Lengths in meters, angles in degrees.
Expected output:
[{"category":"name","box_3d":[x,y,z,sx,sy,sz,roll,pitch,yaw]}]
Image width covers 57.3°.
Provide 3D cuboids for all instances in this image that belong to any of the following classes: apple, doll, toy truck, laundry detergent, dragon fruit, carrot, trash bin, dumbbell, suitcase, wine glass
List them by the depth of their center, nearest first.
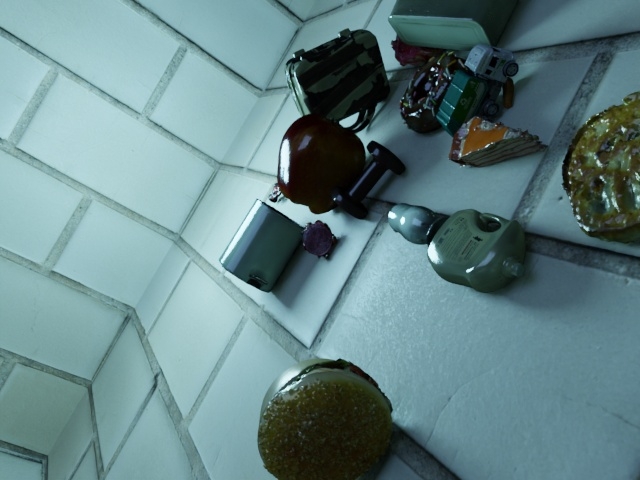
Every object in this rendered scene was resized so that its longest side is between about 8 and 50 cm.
[{"category":"laundry detergent","box_3d":[0.347,0.025,1.257,0.181,0.091,0.253,-53,26,-2]},{"category":"wine glass","box_3d":[0.258,-0.035,1.470,0.103,0.103,0.222,-57,26,2]},{"category":"carrot","box_3d":[0.486,-0.385,1.519,0.032,0.032,0.093,-27,45,47]},{"category":"toy truck","box_3d":[0.403,-0.380,1.528,0.114,0.124,0.253,-112,38,-57]},{"category":"dumbbell","box_3d":[0.143,-0.184,1.793,0.225,0.124,0.140,-51,27,16]},{"category":"dragon fruit","box_3d":[-0.002,-0.005,1.908,0.112,0.126,0.068,-62,-16,6]},{"category":"apple","box_3d":[0.000,-0.256,1.943,0.288,0.288,0.317,-122,50,-61]},{"category":"dragon fruit","box_3d":[0.334,-0.684,2.000,0.161,0.126,0.274,-39,45,50]},{"category":"trash bin","box_3d":[-0.201,0.018,2.071,0.263,0.217,0.277,-58,28,3]},{"category":"suitcase","box_3d":[0.066,-0.544,2.086,0.351,0.339,0.194,-28,29,-9]},{"category":"doll","box_3d":[-0.134,-0.228,2.377,0.248,0.088,0.127,-33,56,57]}]

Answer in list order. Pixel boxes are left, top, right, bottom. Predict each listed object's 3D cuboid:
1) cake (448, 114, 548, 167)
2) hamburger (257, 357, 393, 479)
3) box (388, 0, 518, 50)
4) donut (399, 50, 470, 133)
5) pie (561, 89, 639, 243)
[{"category":"cake","box_3d":[0.423,-0.246,1.403,0.287,0.098,0.135,8,69,62]},{"category":"hamburger","box_3d":[0.005,0.393,1.248,0.302,0.302,0.170,-57,19,3]},{"category":"box","box_3d":[0.423,-0.763,1.756,0.351,0.177,0.344,21,82,38]},{"category":"donut","box_3d":[0.343,-0.445,1.752,0.269,0.103,0.270,-41,32,34]},{"category":"pie","box_3d":[0.568,-0.133,1.054,0.315,0.092,0.315,-45,30,35]}]
